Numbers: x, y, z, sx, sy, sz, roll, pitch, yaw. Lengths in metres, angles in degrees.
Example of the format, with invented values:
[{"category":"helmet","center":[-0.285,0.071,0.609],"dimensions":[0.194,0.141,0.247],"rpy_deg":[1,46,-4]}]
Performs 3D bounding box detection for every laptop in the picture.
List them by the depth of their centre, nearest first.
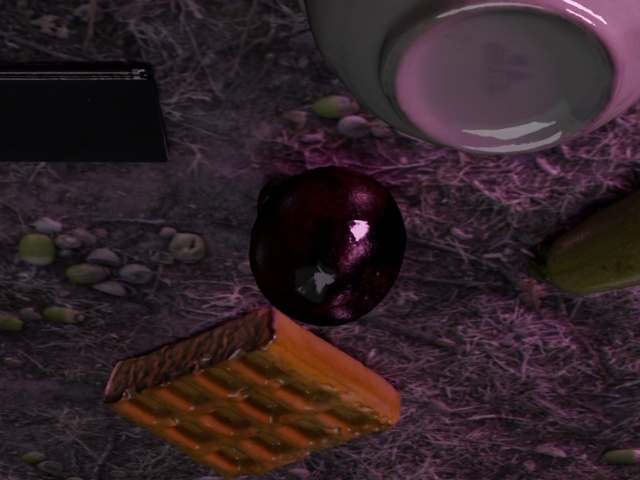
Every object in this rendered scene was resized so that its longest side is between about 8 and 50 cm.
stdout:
[{"category":"laptop","center":[-0.227,-0.110,1.569],"dimensions":[0.180,0.016,0.129],"rpy_deg":[1,146,5]}]

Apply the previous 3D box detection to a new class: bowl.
[{"category":"bowl","center":[0.128,-0.174,1.320],"dimensions":[0.307,0.163,0.307],"rpy_deg":[2,143,1]}]

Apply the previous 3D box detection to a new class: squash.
[{"category":"squash","center":[0.269,0.001,1.644],"dimensions":[0.094,0.094,0.224],"rpy_deg":[27,148,-31]}]

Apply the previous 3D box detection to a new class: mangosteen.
[{"category":"mangosteen","center":[0.000,0.000,1.614],"dimensions":[0.152,0.152,0.152],"rpy_deg":[3,146,2]}]

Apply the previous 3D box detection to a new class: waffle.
[{"category":"waffle","center":[-0.071,0.169,1.936],"dimensions":[0.248,0.055,0.221],"rpy_deg":[-23,138,32]}]
